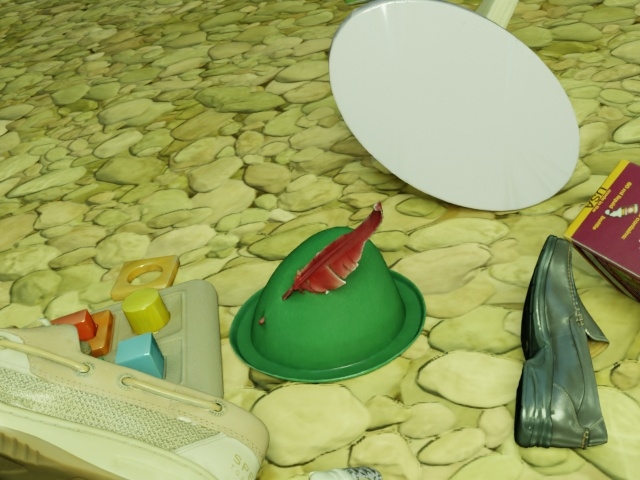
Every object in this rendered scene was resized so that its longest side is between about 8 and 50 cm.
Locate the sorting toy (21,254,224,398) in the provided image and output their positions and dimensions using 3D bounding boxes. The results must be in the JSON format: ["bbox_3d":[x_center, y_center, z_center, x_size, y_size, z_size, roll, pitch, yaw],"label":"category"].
[{"bbox_3d":[-0.190,0.098,0.742,0.196,0.047,0.347,-14,31,-1],"label":"sorting toy"}]

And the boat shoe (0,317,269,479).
[{"bbox_3d":[-0.206,0.121,0.591,0.341,0.121,0.110,20,44,9],"label":"boat shoe"}]

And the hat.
[{"bbox_3d":[0.000,0.000,0.696,0.209,0.183,0.173,5,35,28],"label":"hat"}]

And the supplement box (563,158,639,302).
[{"bbox_3d":[0.288,0.024,0.602,0.080,0.104,0.188,-53,37,3],"label":"supplement box"}]

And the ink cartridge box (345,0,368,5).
[{"bbox_3d":[0.104,-0.291,0.852,0.109,0.062,0.209,-16,14,-15],"label":"ink cartridge box"}]

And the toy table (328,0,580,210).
[{"bbox_3d":[0.134,-0.159,0.869,0.252,0.274,0.161,-43,17,17],"label":"toy table"}]

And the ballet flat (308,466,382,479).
[{"bbox_3d":[-0.007,0.178,0.550,0.114,0.041,0.041,-26,33,-21],"label":"ballet flat"}]

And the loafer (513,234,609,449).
[{"bbox_3d":[0.180,0.074,0.605,0.061,0.062,0.170,7,62,10],"label":"loafer"}]
